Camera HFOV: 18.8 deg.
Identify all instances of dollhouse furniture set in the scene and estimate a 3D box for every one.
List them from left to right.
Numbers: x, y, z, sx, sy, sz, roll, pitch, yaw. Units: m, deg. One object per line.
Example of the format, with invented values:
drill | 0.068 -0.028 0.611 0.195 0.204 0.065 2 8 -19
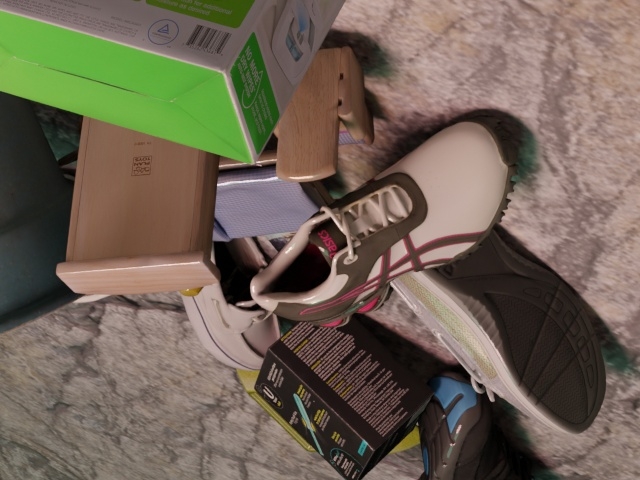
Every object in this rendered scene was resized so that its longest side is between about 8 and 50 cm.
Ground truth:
dollhouse furniture set | -0.067 -0.007 1.790 0.286 0.198 0.303 -5 154 17

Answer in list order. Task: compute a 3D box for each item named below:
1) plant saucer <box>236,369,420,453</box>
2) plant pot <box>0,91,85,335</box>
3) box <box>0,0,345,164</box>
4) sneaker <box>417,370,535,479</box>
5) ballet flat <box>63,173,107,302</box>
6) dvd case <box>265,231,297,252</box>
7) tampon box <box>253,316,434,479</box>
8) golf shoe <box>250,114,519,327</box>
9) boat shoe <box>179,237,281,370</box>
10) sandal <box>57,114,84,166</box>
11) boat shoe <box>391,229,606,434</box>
plant saucer | 0.002 0.200 2.300 0.188 0.045 0.188 -3 140 45
plant pot | -0.401 -0.078 1.817 0.341 0.341 0.334 -6 106 47
box | -0.127 -0.214 1.509 0.262 0.231 0.126 16 151 21
sneaker | 0.181 0.252 2.191 0.140 0.125 0.341 -3 146 -1
ballet flat | -0.330 -0.008 2.184 0.400 0.139 0.139 12 149 35
dvd case | 0.000 0.000 1.973 0.119 0.013 0.087 -9 131 40
tampon box | 0.023 0.164 2.115 0.161 0.101 0.120 44 154 11
golf shoe | 0.058 -0.009 1.706 0.273 0.120 0.105 -41 69 25
boat shoe | -0.089 0.052 2.087 0.088 0.096 0.267 13 141 35
sandal | -0.186 -0.144 1.879 0.240 0.088 0.079 -19 96 46
boat shoe | 0.154 0.065 1.869 0.320 0.118 0.103 43 155 -20
